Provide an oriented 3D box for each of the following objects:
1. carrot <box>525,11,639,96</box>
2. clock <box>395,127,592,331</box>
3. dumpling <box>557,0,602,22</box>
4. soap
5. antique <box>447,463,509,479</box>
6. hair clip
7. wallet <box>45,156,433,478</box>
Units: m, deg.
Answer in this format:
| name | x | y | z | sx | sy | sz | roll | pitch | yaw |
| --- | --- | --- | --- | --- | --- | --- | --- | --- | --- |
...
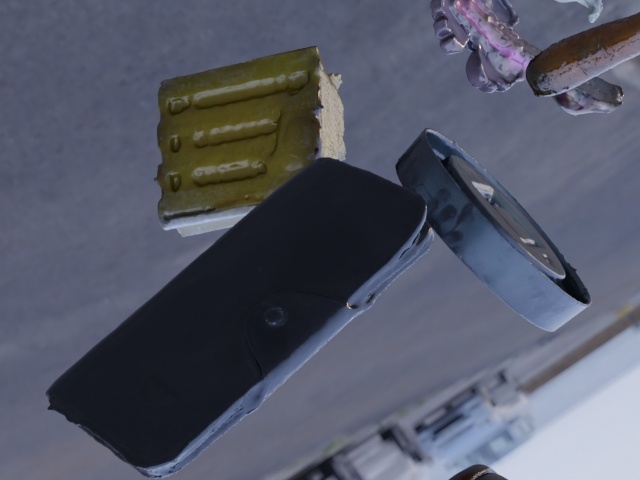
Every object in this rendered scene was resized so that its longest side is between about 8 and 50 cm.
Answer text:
| name | x | y | z | sx | sy | sz | roll | pitch | yaw |
| --- | --- | --- | --- | --- | --- | --- | --- | --- | --- |
| carrot | 0.322 | -0.221 | 1.723 | 0.186 | 0.060 | 0.060 | -24 | 175 | 32 |
| clock | 0.227 | -0.013 | 1.956 | 0.066 | 0.319 | 0.319 | -45 | 166 | 14 |
| dumpling | 0.345 | -0.397 | 2.118 | 0.100 | 0.169 | 0.134 | -59 | 178 | 15 |
| soap | -0.109 | -0.145 | 2.300 | 0.281 | 0.259 | 0.143 | -8 | 156 | 17 |
| antique | 0.172 | 0.414 | 1.914 | 0.278 | 0.129 | 0.223 | -38 | 150 | -33 |
| hair clip | 0.262 | -0.244 | 1.949 | 0.069 | 0.300 | 0.173 | -43 | -158 | 44 |
| wallet | -0.072 | 0.066 | 1.372 | 0.377 | 0.197 | 0.051 | -41 | 131 | -20 |
